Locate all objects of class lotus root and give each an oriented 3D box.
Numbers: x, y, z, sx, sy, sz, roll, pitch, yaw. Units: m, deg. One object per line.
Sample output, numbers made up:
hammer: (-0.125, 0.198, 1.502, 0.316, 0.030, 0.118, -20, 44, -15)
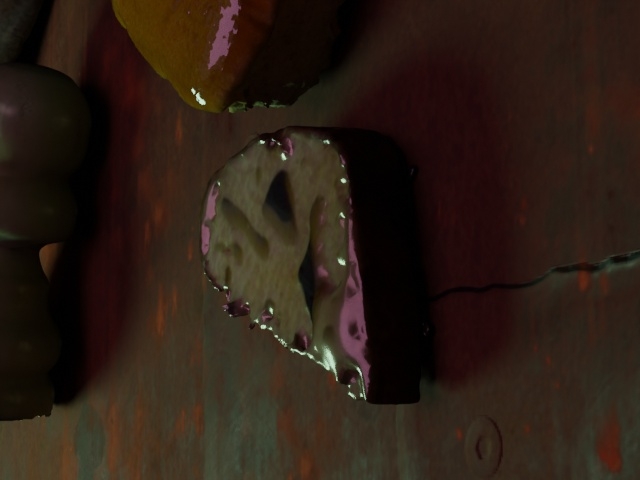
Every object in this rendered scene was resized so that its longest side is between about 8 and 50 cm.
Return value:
lotus root: (0.000, 0.000, 1.343, 0.261, 0.074, 0.170, 26, 105, 57)

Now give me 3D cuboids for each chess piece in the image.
chess piece: (-0.307, -0.006, 1.787, 0.182, 0.182, 0.330, 21, 99, 59)

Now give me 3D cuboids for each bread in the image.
bread: (-0.072, -0.201, 1.446, 0.245, 0.121, 0.174, 53, 131, 52)

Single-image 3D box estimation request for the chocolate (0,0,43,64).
chocolate: (-0.367, -0.234, 1.953, 0.161, 0.083, 0.261, 39, 109, 50)
